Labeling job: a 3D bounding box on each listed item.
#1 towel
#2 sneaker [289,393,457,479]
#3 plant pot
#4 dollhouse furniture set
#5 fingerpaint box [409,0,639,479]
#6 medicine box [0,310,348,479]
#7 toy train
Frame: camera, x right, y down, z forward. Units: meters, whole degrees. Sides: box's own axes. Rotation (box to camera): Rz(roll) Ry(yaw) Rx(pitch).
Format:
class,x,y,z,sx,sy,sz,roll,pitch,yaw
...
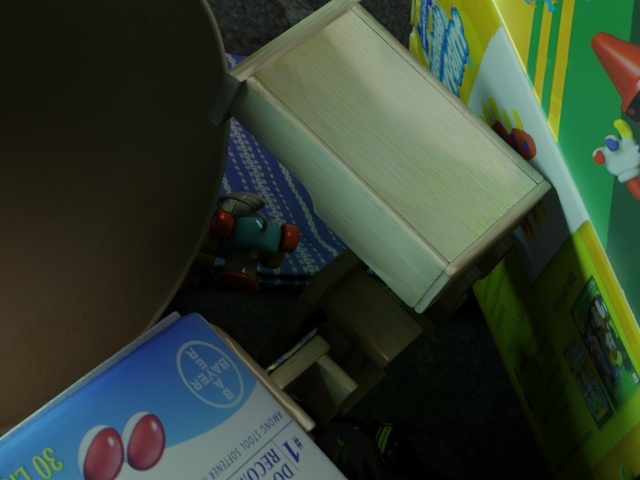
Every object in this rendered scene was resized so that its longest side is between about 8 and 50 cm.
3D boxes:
class,x,y,z,sx,sy,sz,roll,pitch,yaw
towel,-0.011,-0.062,1.256,0.336,0.040,0.243,4,50,-46
sneaker,0.022,0.136,1.034,0.188,0.078,0.067,34,34,-4
plant pot,-0.215,-0.058,0.857,0.191,0.284,0.284,25,21,33
dollhouse furniture set,0.000,0.000,0.931,0.161,0.242,0.212,45,53,8
fingerpaint box,0.198,-0.029,1.051,0.445,0.163,0.371,84,-16,-73
medicine box,-0.073,0.223,0.774,0.289,0.149,0.263,47,33,4
toy train,-0.099,0.003,1.024,0.125,0.166,0.046,32,62,-58
